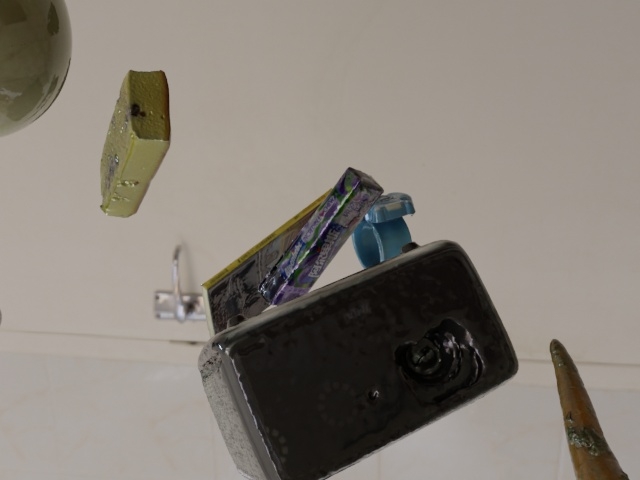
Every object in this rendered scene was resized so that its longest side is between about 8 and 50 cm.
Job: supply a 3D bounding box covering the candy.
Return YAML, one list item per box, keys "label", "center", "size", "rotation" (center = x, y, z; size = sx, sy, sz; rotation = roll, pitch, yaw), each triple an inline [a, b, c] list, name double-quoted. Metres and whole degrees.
- label: "candy"
  center: [0.000, 0.000, 1.263]
  size: [0.088, 0.061, 0.312]
  rotation: [9, -56, -53]

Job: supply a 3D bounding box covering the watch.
- label: "watch"
  center: [0.152, -0.009, 1.650]
  size: [0.211, 0.211, 0.193]
  rotation: [-67, -31, -70]

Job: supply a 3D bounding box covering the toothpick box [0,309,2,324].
- label: "toothpick box"
  center: [-0.951, 0.259, 1.664]
  size: [0.263, 0.263, 0.355]
  rotation: [37, -106, -81]

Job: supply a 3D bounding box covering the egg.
- label: "egg"
  center: [-0.356, -0.219, 0.692]
  size: [0.186, 0.186, 0.242]
  rotation: [76, -168, -64]

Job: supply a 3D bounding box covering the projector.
- label: "projector"
  center: [0.027, 0.191, 1.033]
  size: [0.242, 0.395, 0.405]
  rotation: [65, 162, 8]

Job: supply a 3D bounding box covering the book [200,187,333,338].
- label: "book"
  center: [-0.107, 0.065, 1.496]
  size: [0.374, 0.028, 0.262]
  rotation: [-38, -26, -26]

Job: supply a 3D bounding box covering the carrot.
- label: "carrot"
  center: [0.234, 0.177, 0.574]
  size: [0.254, 0.049, 0.049]
  rotation: [-89, -4, -53]

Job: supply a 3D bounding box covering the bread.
- label: "bread"
  center: [-0.353, -0.164, 1.237]
  size: [0.361, 0.077, 0.138]
  rotation: [-39, 57, 57]
